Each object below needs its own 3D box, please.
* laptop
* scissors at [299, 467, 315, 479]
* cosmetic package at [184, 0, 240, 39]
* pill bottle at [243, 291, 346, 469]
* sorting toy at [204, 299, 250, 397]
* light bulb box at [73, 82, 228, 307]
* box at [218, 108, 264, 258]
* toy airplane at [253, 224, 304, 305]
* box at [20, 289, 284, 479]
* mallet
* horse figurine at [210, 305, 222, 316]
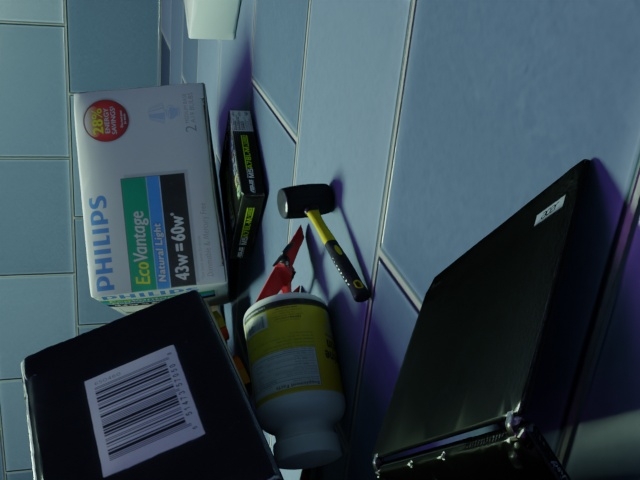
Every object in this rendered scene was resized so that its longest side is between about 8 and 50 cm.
[{"bbox_3d":[0.136,0.131,0.500,0.264,0.137,0.234,58,157,10],"label":"laptop"},{"bbox_3d":[-0.009,0.306,1.012,0.109,0.021,0.297,-108,24,-49],"label":"scissors"},{"bbox_3d":[-0.206,-0.606,1.459,0.284,0.098,0.377,108,155,-55],"label":"cosmetic package"},{"bbox_3d":[-0.028,0.160,0.901,0.103,0.103,0.184,114,150,-56],"label":"pill bottle"},{"bbox_3d":[-0.185,0.207,1.489,0.193,0.038,0.208,66,165,3],"label":"sorting toy"},{"bbox_3d":[-0.296,-0.058,1.460,0.361,0.225,0.357,123,140,-79],"label":"light bulb box"},{"bbox_3d":[-0.139,-0.096,1.364,0.184,0.045,0.190,113,151,-52],"label":"box"},{"bbox_3d":[-0.048,0.058,1.014,0.151,0.028,0.151,22,-90,-79],"label":"toy airplane"},{"bbox_3d":[-0.140,0.312,0.867,0.293,0.212,0.395,-127,18,-52],"label":"box"},{"bbox_3d":[0.000,0.000,0.863,0.189,0.062,0.039,-111,24,-48],"label":"mallet"},{"bbox_3d":[-0.247,0.185,1.725,0.174,0.066,0.263,113,152,-65],"label":"horse figurine"}]
